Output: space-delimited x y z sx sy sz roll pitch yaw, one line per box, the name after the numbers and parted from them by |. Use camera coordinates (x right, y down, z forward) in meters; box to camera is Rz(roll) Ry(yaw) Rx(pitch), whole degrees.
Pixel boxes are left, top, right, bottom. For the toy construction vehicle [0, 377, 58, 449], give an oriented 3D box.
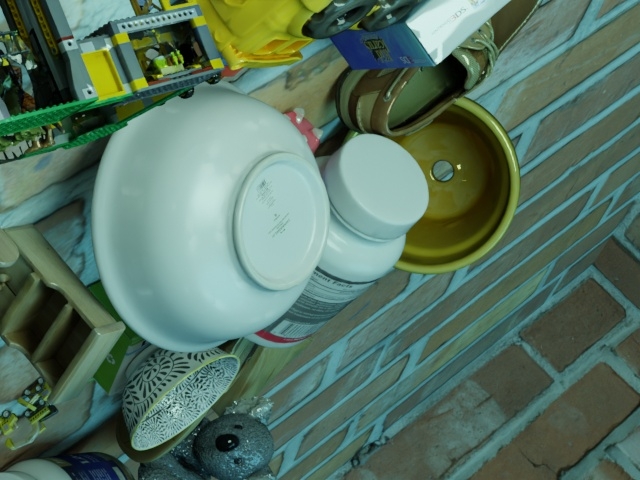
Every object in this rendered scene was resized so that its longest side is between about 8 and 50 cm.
-0.384 0.233 1.638 0.098 0.035 0.086 -40 161 -11 | toy construction vehicle

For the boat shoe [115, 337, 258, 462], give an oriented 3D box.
-0.163 0.183 1.822 0.342 0.123 0.123 -56 153 1 | boat shoe

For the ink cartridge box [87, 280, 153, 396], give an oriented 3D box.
-0.235 0.136 1.645 0.189 0.097 0.255 -28 155 -41 | ink cartridge box

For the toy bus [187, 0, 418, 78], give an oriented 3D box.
-0.037 -0.232 1.206 0.211 0.149 0.220 -39 169 29 | toy bus

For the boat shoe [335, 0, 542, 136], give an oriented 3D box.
0.172 -0.234 1.595 0.324 0.120 0.122 -41 128 -10 | boat shoe

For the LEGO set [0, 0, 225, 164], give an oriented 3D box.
-0.241 -0.167 0.929 0.331 0.192 0.255 -23 -178 -41 | LEGO set

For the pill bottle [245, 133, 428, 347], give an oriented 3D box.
0.000 0.000 1.617 0.176 0.176 0.318 -26 168 -43 | pill bottle

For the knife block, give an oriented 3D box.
-0.110 0.155 1.971 0.276 0.088 0.242 -44 161 1 | knife block

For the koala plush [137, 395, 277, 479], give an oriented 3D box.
-0.175 0.325 1.943 0.221 0.196 0.203 -6 160 -7 | koala plush

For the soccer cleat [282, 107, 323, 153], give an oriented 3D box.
-0.093 -0.092 1.480 0.248 0.083 0.095 -26 160 -49 | soccer cleat

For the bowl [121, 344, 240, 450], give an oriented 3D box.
-0.190 0.174 1.543 0.170 0.080 0.170 -39 162 -15 | bowl

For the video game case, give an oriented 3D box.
0.149 -0.287 1.370 0.244 0.061 0.269 -42 -164 -9 | video game case

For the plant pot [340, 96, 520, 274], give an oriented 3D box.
0.164 -0.093 1.791 0.254 0.254 0.239 -48 177 14 | plant pot

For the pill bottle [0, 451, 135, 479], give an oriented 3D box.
-0.385 0.388 1.792 0.153 0.153 0.265 -47 162 9 | pill bottle

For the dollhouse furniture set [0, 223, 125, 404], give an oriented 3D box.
-0.339 0.086 1.206 0.212 0.161 0.242 -53 160 27 | dollhouse furniture set

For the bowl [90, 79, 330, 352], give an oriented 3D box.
-0.084 -0.023 1.300 0.298 0.134 0.298 -8 100 -50 | bowl
